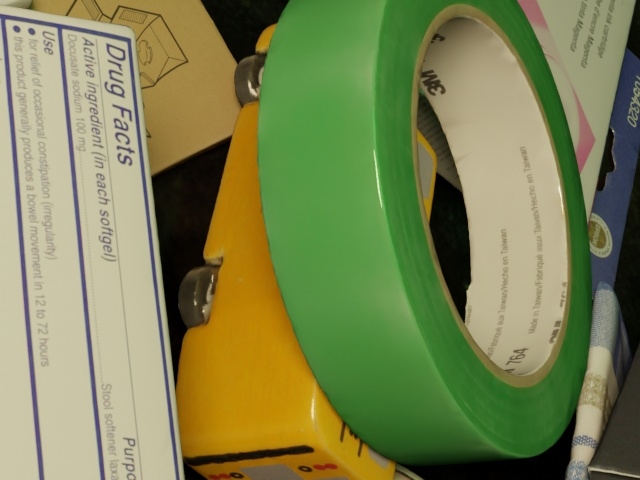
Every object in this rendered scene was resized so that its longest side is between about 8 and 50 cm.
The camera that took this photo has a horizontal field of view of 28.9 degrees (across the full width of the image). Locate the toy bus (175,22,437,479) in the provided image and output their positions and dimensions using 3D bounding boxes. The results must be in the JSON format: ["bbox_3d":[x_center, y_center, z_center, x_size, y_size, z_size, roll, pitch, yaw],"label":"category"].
[{"bbox_3d":[0.000,0.000,0.816,0.130,0.108,0.332,45,45,-41],"label":"toy bus"}]

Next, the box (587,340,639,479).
[{"bbox_3d":[0.331,0.172,0.900,0.294,0.183,0.296,-55,139,-42],"label":"box"}]

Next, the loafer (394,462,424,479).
[{"bbox_3d":[0.067,0.192,0.844,0.125,0.045,0.039,41,56,-22],"label":"loafer"}]

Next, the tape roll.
[{"bbox_3d":[0.080,-0.022,0.776,0.321,0.077,0.321,27,58,-55],"label":"tape roll"}]

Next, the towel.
[{"bbox_3d":[0.194,0.201,0.883,0.209,0.034,0.285,65,34,-46],"label":"towel"}]

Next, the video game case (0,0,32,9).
[{"bbox_3d":[-0.271,-0.182,0.737,0.157,0.019,0.143,51,46,7],"label":"video game case"}]

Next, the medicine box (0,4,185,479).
[{"bbox_3d":[-0.229,0.025,0.589,0.289,0.149,0.263,4,72,-39],"label":"medicine box"}]

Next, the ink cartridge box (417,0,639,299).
[{"bbox_3d":[0.192,-0.157,1.100,0.330,0.071,0.324,36,50,-20],"label":"ink cartridge box"}]

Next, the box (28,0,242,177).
[{"bbox_3d":[-0.143,-0.117,0.830,0.201,0.021,0.164,-32,91,-45],"label":"box"}]
